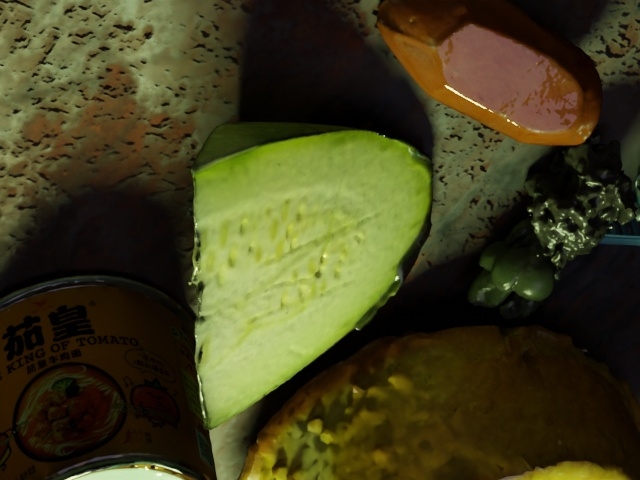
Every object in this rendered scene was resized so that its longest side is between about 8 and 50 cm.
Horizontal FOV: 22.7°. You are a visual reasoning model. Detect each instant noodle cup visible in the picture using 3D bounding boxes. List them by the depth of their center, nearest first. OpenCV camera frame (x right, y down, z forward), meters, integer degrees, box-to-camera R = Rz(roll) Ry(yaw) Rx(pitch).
[{"bbox_3d":[-0.172,0.159,1.189,0.216,0.172,0.215,-11,132,-12],"label":"instant noodle cup"}]

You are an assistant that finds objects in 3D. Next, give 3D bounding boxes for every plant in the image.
[{"bbox_3d":[0.181,-0.006,1.244,0.174,0.085,0.087,-54,165,24],"label":"plant"}]

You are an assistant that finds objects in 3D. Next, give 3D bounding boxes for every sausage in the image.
[{"bbox_3d":[0.124,-0.123,1.117,0.179,0.089,0.089,23,119,-22],"label":"sausage"}]

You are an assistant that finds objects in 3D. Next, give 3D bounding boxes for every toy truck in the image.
[{"bbox_3d":[0.261,-0.023,1.275,0.090,0.056,0.073,-27,140,21],"label":"toy truck"}]

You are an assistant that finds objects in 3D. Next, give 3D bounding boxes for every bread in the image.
[{"bbox_3d":[0.109,0.236,1.339,0.358,0.204,0.337,-39,126,17],"label":"bread"}]

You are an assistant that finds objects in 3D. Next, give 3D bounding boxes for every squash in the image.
[{"bbox_3d":[0.000,0.000,1.133,0.155,0.204,0.237,7,129,4],"label":"squash"}]
